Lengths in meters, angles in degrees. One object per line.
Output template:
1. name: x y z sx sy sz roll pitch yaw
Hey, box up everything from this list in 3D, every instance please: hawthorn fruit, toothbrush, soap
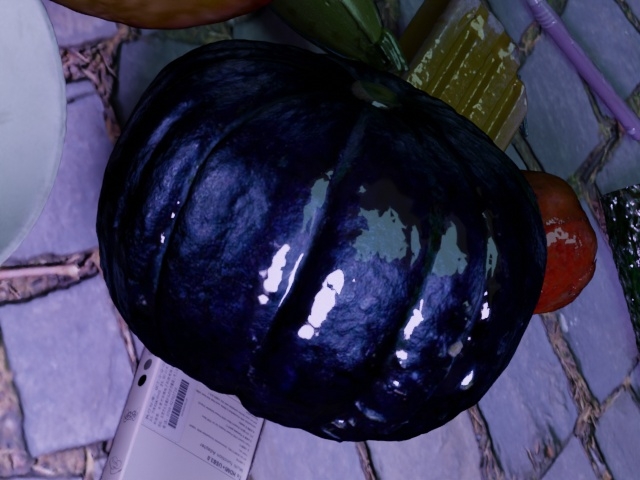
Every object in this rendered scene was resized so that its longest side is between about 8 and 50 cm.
1. hawthorn fruit: 0.187 0.010 1.788 0.172 0.148 0.148 -26 99 -26
2. toothbrush: 0.251 -0.229 1.987 0.354 0.024 0.029 47 57 -26
3. soap: 0.111 -0.114 1.759 0.140 0.073 0.232 45 62 -28

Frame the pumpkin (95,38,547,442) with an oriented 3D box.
1. pumpkin: 0.000 0.000 1.455 0.363 0.363 0.266 11 114 -42

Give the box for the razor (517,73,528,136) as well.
1. razor: 0.132 -0.135 1.845 0.190 0.033 0.066 -2 81 -39

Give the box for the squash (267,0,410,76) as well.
1. squash: -0.034 -0.264 1.665 0.341 0.094 0.094 52 49 -13

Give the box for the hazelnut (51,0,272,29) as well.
1. hazelnut: -0.151 -0.361 1.406 0.421 0.421 0.353 6 113 -43

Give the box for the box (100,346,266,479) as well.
1. box: -0.121 0.200 1.508 0.129 0.033 0.247 37 56 -33

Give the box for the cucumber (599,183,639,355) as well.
1. cucumber: 0.370 0.083 1.996 0.067 0.067 0.294 -15 91 -45

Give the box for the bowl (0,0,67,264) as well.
1. bowl: -0.342 -0.096 1.275 0.307 0.163 0.307 13 71 -43
